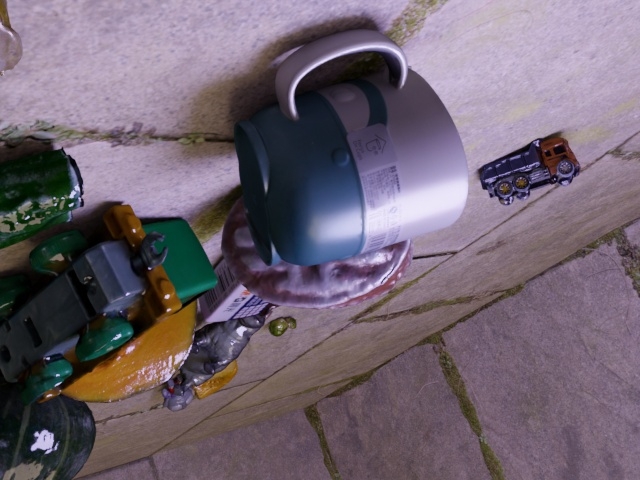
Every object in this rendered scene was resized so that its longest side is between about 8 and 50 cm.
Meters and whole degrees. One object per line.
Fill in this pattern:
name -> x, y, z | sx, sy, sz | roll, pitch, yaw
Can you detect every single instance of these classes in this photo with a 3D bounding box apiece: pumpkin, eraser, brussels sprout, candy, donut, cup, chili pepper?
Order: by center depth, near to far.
chili pepper -> -0.403, -0.024, 0.799 | 0.270, 0.099, 0.136 | -20, -172, -28
cup -> 0.032, -0.115, 0.923 | 0.257, 0.219, 0.290 | -18, 131, -17
candy -> 0.000, 0.000, 1.137 | 0.289, 0.214, 0.157 | -2, 170, 15
pumpkin -> -0.537, 0.332, 1.275 | 0.300, 0.207, 0.300 | 11, 175, 1
pumpkin -> -0.353, 0.204, 1.352 | 0.312, 0.148, 0.169 | -24, -179, -26
eraser -> -0.121, 0.059, 1.393 | 0.130, 0.086, 0.287 | -9, 158, -35
brussels sprout -> -0.099, 0.226, 1.987 | 0.083, 0.046, 0.051 | -22, 161, -39
donut -> -0.291, 0.337, 1.992 | 0.152, 0.101, 0.259 | -25, 159, -14

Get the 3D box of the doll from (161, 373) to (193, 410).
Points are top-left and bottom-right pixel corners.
doll -> -0.423, 0.458, 2.199 | 0.102, 0.075, 0.227 | -26, 153, -24

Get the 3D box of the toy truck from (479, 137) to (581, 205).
toy truck -> 0.420, -0.140, 1.498 | 0.192, 0.092, 0.083 | -19, 163, 12

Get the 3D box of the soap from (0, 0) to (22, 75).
soap -> -0.377, -0.150, 0.472 | 0.314, 0.091, 0.199 | -21, 163, -9

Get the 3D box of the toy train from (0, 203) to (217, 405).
toy train -> -0.334, 0.094, 1.115 | 0.429, 0.178, 0.249 | -34, 172, 32

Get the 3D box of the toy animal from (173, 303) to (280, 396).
toy animal -> -0.210, 0.214, 1.609 | 0.343, 0.106, 0.168 | -39, -179, 24
